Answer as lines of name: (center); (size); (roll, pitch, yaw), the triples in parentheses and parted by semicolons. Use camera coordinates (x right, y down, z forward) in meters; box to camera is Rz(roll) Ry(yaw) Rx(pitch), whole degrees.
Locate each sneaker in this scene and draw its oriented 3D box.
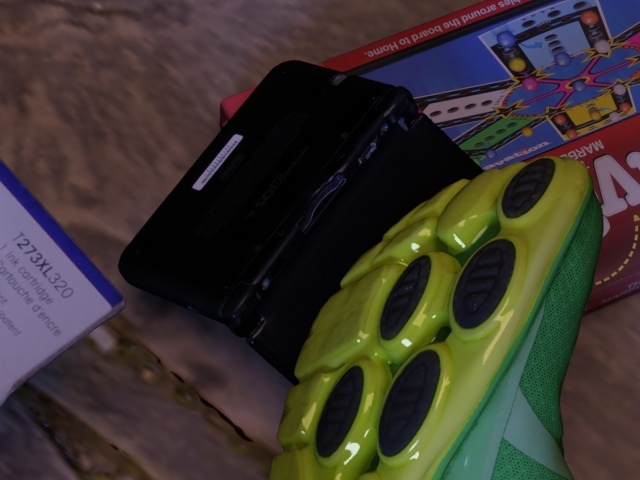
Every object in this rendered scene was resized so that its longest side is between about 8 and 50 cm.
sneaker: (0.049, 0.113, 0.662); (0.123, 0.109, 0.296); (23, 77, -36)

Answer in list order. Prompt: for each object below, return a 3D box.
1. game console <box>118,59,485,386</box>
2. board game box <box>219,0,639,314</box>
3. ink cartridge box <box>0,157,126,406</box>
game console: (0.000, 0.000, 0.734); (0.107, 0.071, 0.122); (19, 62, 39)
board game box: (0.114, -0.046, 0.784); (0.281, 0.027, 0.145); (-22, 70, -13)
ink cartridge box: (-0.259, 0.069, 0.604); (0.371, 0.069, 0.176); (-39, 82, -29)
